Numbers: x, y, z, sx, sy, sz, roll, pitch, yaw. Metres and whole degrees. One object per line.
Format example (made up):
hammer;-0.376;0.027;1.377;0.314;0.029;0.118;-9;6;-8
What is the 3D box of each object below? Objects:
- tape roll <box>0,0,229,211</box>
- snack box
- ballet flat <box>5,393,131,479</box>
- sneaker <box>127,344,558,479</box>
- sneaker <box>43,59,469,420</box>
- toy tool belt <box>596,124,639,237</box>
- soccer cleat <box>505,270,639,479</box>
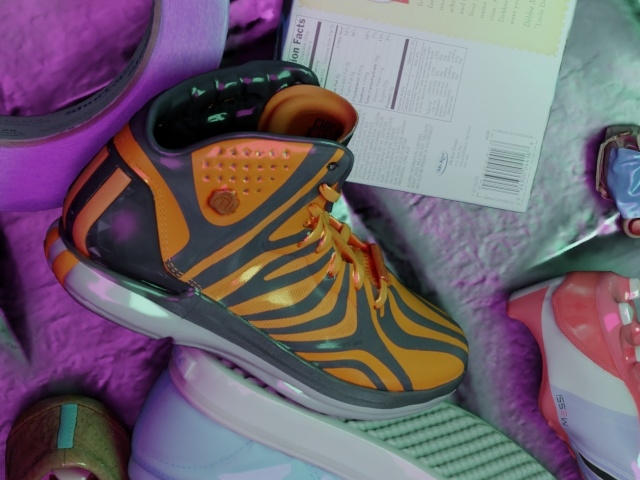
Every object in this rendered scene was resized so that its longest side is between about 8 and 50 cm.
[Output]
tape roll;-0.197;-0.160;1.271;0.275;0.090;0.275;-1;105;-5
snack box;0.078;-0.191;1.304;0.187;0.060;0.322;10;103;-8
ballet flat;-0.162;0.278;1.370;0.116;0.124;0.342;-3;105;-4
sneaker;0.035;0.187;1.373;0.366;0.135;0.150;29;114;-10
sneaker;0.000;0.000;1.264;0.321;0.124;0.180;19;119;-34
toy tool belt;0.217;-0.037;1.361;0.052;0.051;0.083;-8;105;-3
soccer cleat;0.203;0.135;1.401;0.095;0.083;0.248;-6;113;27
